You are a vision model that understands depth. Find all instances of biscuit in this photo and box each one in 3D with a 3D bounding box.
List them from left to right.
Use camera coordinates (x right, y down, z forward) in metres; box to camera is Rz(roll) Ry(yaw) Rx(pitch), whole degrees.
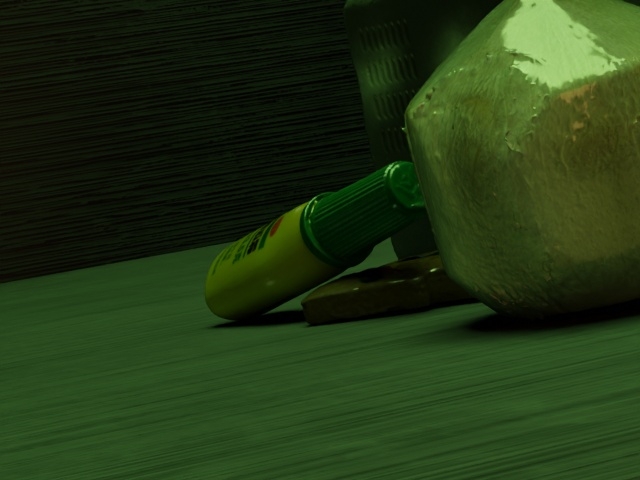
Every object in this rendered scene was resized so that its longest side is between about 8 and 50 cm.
[{"bbox_3d":[0.119,0.029,1.790,0.301,0.043,0.278,-11,3,-30],"label":"biscuit"}]

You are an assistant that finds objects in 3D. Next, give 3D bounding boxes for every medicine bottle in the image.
[{"bbox_3d":[0.000,0.000,1.802,0.111,0.076,0.309,-44,10,-37],"label":"medicine bottle"}]

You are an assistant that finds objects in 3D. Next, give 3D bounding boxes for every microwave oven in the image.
[{"bbox_3d":[0.272,-0.169,2.102,0.236,0.374,0.432,-5,10,44],"label":"microwave oven"}]

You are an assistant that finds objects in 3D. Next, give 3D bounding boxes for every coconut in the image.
[{"bbox_3d":[0.184,-0.075,1.496,0.245,0.247,0.245,-17,6,2],"label":"coconut"}]
